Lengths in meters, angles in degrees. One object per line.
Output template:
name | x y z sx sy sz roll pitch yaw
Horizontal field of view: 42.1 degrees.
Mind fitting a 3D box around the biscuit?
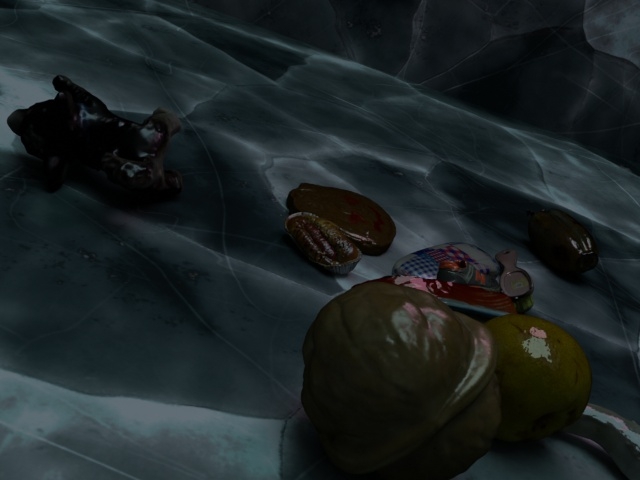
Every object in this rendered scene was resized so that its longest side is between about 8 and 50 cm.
biscuit | 0.050 -0.059 1.893 0.257 0.049 0.273 14 23 -15

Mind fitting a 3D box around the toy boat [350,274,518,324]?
toy boat | 0.189 0.155 1.459 0.331 0.145 0.133 10 54 -22

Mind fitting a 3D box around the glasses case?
glasses case | 0.272 0.063 1.775 0.125 0.076 0.327 33 26 30

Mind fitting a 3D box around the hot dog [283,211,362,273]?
hot dog | 0.000 0.000 1.697 0.099 0.053 0.192 -24 51 -31

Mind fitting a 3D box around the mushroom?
mushroom | 0.478 0.325 1.385 0.223 0.092 0.081 35 -16 21

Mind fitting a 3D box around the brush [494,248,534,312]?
brush | 0.437 0.090 1.885 0.072 0.067 0.313 -15 16 10

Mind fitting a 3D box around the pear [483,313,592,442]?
pear | 0.326 0.214 1.342 0.208 0.209 0.209 17 24 -8

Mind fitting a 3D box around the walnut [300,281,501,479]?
walnut | 0.111 0.197 1.145 0.296 0.285 0.285 53 16 -19

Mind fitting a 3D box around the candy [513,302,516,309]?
candy | 0.263 0.141 1.640 0.262 0.073 0.077 6 9 -15

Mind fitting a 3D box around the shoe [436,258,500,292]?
shoe | 0.295 0.075 1.646 0.074 0.077 0.194 -2 -1 43

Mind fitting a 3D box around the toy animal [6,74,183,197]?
toy animal | -0.438 -0.191 1.599 0.344 0.194 0.303 15 19 0

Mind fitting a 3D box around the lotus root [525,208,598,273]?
lotus root | 0.618 0.004 2.125 0.124 0.123 0.241 -16 37 -8
